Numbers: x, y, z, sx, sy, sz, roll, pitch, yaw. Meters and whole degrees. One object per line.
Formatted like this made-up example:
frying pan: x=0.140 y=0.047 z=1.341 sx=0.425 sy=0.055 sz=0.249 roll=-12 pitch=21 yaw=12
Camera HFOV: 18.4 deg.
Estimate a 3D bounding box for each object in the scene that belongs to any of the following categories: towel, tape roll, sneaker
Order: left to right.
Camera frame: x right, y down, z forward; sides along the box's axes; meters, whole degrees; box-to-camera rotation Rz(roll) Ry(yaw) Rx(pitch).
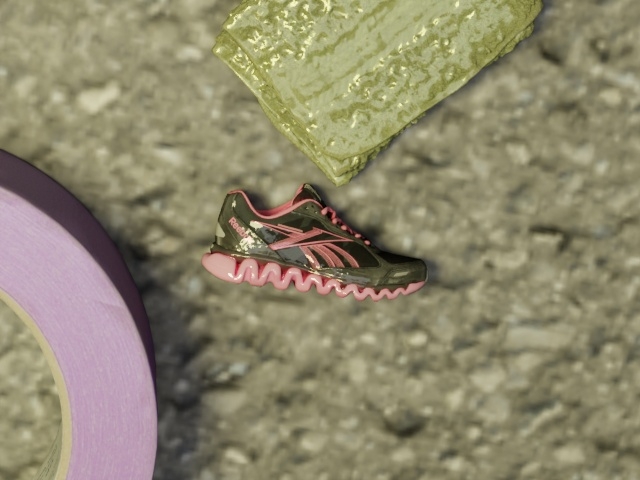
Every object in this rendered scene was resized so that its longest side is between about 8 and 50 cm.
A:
tape roll: x=-0.220 y=0.084 z=1.004 sx=0.275 sy=0.090 sz=0.274 roll=-1 pitch=103 yaw=-4
sneaker: x=0.000 y=0.000 z=1.031 sx=0.119 sy=0.047 sz=0.057 roll=8 pitch=91 yaw=-9
towel: x=0.029 y=-0.110 z=1.013 sx=0.148 sy=0.027 sz=0.110 roll=-39 pitch=103 yaw=6
